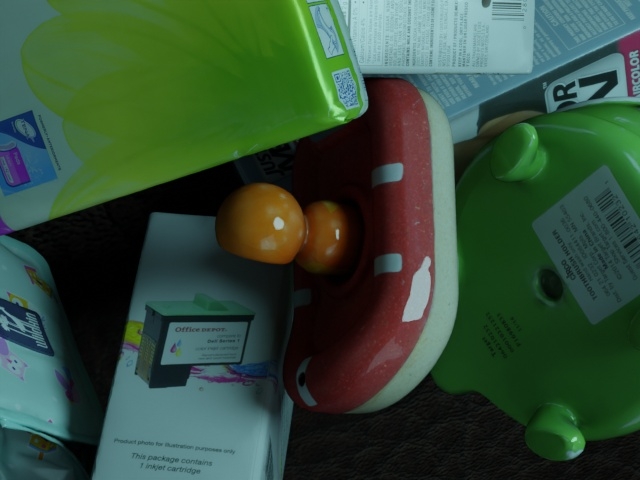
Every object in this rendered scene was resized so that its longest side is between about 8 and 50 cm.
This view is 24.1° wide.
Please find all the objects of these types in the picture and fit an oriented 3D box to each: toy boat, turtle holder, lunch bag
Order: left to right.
[{"bbox_3d":[-0.253,0.121,1.131,0.160,0.223,0.262,-18,141,-12],"label":"lunch bag"},{"bbox_3d":[0.000,0.000,1.005,0.151,0.231,0.151,8,162,-28],"label":"toy boat"},{"bbox_3d":[0.217,0.040,1.140,0.227,0.243,0.320,-18,133,-39],"label":"turtle holder"}]

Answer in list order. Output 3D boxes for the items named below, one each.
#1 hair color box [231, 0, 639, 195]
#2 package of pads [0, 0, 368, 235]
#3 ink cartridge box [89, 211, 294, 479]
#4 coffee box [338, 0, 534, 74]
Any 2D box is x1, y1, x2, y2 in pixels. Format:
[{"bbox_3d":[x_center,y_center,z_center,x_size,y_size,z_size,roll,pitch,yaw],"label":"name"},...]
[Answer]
[{"bbox_3d":[0.122,-0.084,1.224,0.374,0.113,0.185,-25,140,-4],"label":"hair color box"},{"bbox_3d":[-0.141,-0.138,0.885,0.296,0.229,0.101,-16,-175,16],"label":"package of pads"},{"bbox_3d":[-0.087,0.146,1.105,0.117,0.278,0.201,5,142,3],"label":"ink cartridge box"},{"bbox_3d":[0.008,-0.165,1.033,0.246,0.141,0.098,-3,99,-27],"label":"coffee box"}]
